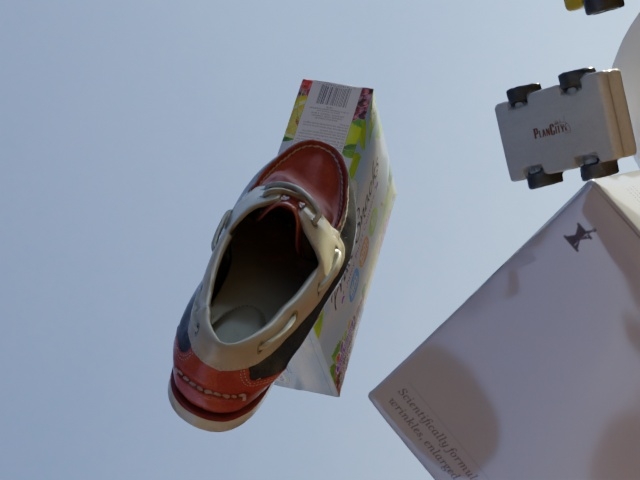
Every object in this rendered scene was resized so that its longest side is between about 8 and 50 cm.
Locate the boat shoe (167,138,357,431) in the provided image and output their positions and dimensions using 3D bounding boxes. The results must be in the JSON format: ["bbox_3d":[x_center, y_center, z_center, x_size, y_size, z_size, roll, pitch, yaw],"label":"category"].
[{"bbox_3d":[-0.017,0.005,0.537,0.137,0.049,0.043,-64,-8,-45],"label":"boat shoe"}]

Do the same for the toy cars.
[{"bbox_3d":[0.261,-0.181,1.353,0.087,0.176,0.393,-13,-40,-23],"label":"toy cars"}]

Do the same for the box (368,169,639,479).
[{"bbox_3d":[0.160,0.086,0.841,0.182,0.181,0.119,-45,-15,23],"label":"box"}]

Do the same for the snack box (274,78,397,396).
[{"bbox_3d":[0.000,0.000,1.271,0.174,0.070,0.207,73,-151,-59],"label":"snack box"}]

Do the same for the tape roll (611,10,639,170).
[{"bbox_3d":[0.433,-0.150,1.511,0.286,0.100,0.286,-7,-47,-8],"label":"tape roll"}]
